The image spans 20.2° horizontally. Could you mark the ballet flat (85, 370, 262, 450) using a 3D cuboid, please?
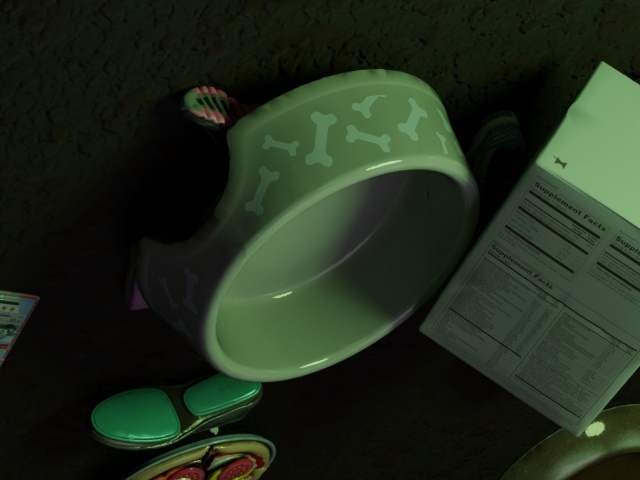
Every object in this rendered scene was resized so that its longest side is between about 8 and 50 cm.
[{"bbox_3d":[-0.155,0.184,1.877,0.203,0.074,0.074,-15,139,-29],"label":"ballet flat"}]

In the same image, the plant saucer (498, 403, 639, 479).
[{"bbox_3d":[0.357,0.340,2.385,0.311,0.050,0.310,-17,140,-15],"label":"plant saucer"}]

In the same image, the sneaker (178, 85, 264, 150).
[{"bbox_3d":[-0.086,-0.102,1.639,0.119,0.047,0.057,15,134,-40],"label":"sneaker"}]

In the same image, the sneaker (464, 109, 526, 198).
[{"bbox_3d":[0.163,-0.066,1.819,0.052,0.058,0.135,5,130,-36],"label":"sneaker"}]

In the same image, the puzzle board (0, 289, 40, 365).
[{"bbox_3d":[-0.340,0.082,1.694,0.128,0.011,0.096,9,127,-39],"label":"puzzle board"}]

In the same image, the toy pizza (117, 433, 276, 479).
[{"bbox_3d":[-0.141,0.270,1.962,0.201,0.032,0.201,-18,156,-8],"label":"toy pizza"}]

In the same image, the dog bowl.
[{"bbox_3d":[0.000,0.000,1.713,0.349,0.102,0.348,-24,147,-17],"label":"dog bowl"}]

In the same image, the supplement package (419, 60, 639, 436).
[{"bbox_3d":[0.265,0.010,1.766,0.199,0.198,0.262,-52,175,-46],"label":"supplement package"}]

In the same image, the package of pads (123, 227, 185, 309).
[{"bbox_3d":[-0.161,0.029,1.735,0.050,0.032,0.083,-12,137,-26],"label":"package of pads"}]

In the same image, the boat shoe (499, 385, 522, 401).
[{"bbox_3d":[0.340,0.090,2.072,0.307,0.110,0.104,-23,145,6],"label":"boat shoe"}]

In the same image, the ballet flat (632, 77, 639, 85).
[{"bbox_3d":[0.448,-0.156,1.852,0.342,0.124,0.116,-24,141,-8],"label":"ballet flat"}]
